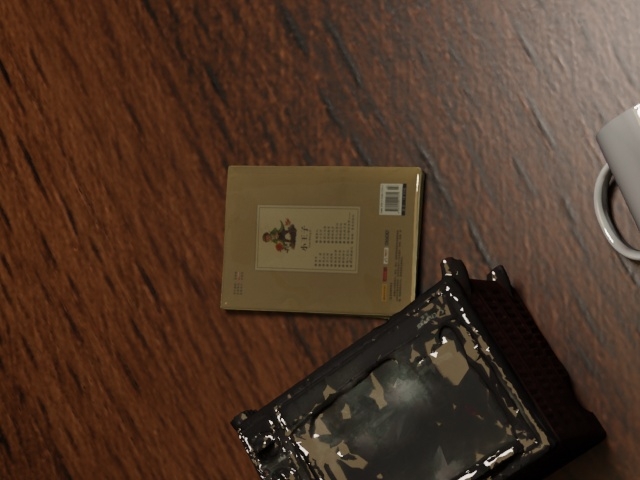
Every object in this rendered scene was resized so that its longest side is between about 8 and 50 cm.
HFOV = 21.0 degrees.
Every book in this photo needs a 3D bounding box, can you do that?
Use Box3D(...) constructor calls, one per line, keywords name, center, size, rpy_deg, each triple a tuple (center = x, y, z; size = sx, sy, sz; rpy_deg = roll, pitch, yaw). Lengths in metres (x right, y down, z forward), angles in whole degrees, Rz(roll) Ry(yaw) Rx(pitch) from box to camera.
Box3D(name="book", center=(0.000, 0.000, 1.593), size=(0.198, 0.016, 0.138), rpy_deg=(2, 87, 25))

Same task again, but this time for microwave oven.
Box3D(name="microwave oven", center=(0.081, 0.157, 1.447), size=(0.247, 0.188, 0.178), rpy_deg=(-37, 71, 18))

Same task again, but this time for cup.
Box3D(name="cup", center=(0.293, -0.044, 1.429), size=(0.099, 0.136, 0.133), rpy_deg=(-20, 75, -13))
